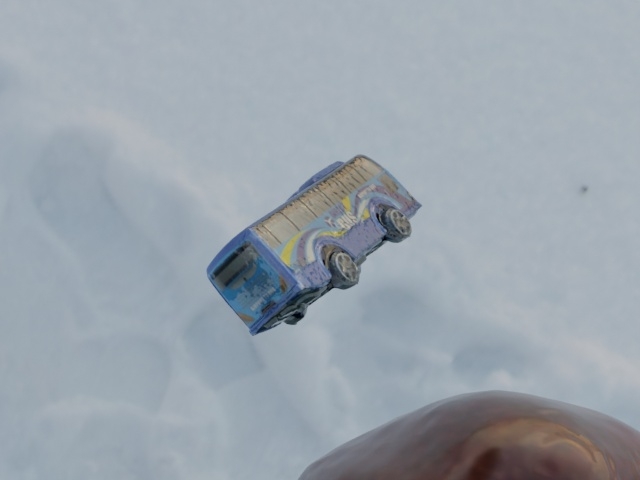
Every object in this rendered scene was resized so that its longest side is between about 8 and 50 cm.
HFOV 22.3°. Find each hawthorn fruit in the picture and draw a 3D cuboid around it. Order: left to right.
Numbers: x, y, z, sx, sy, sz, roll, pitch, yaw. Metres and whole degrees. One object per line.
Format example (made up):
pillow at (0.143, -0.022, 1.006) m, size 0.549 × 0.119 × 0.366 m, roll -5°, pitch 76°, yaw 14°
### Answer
hawthorn fruit at (0.093, 0.245, 1.035) m, size 0.308 × 0.325 × 0.308 m, roll 26°, pitch 57°, yaw -49°

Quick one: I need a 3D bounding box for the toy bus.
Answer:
toy bus at (0.000, 0.000, 0.873) m, size 0.061 × 0.051 × 0.153 m, roll 50°, pitch 33°, yaw 1°
